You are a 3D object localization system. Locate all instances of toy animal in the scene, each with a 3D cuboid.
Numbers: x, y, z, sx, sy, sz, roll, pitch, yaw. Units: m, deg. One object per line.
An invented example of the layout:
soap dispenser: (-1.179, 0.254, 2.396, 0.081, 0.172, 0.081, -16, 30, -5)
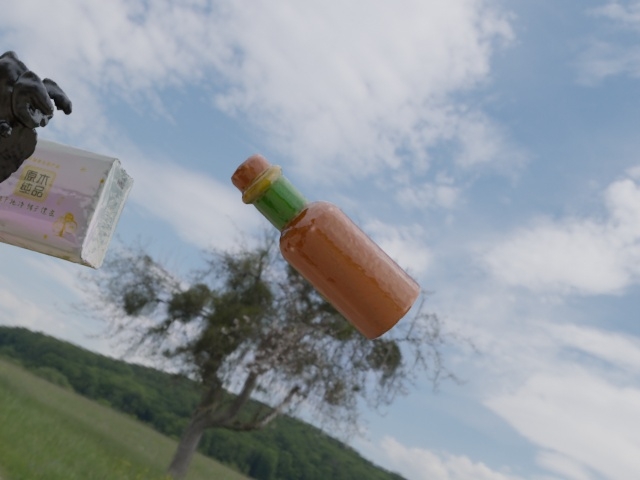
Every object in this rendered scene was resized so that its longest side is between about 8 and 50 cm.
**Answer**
toy animal: (-0.310, -0.097, 0.530, 0.233, 0.084, 0.148, -16, -77, 10)

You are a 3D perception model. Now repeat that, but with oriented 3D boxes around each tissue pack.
tissue pack: (-0.467, -0.070, 1.241, 0.225, 0.185, 0.124, 15, -16, 6)

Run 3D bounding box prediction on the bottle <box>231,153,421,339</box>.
bottle: (0.000, 0.000, 0.622, 0.187, 0.069, 0.069, 46, -21, -3)
